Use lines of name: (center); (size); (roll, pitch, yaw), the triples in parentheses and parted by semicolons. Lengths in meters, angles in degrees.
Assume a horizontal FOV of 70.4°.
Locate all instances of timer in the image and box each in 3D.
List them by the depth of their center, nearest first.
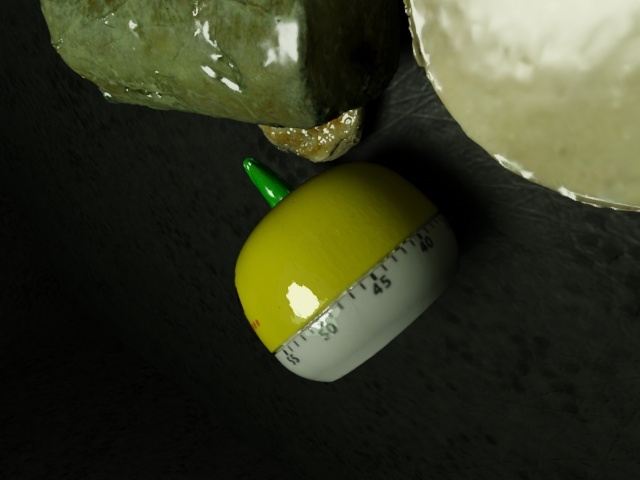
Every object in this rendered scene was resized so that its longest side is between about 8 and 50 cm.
timer: (0.000, 0.000, 0.556); (0.285, 0.285, 0.285); (28, 140, 26)

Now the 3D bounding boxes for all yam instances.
yam: (-0.083, -0.210, 0.419); (0.300, 0.195, 0.195); (15, 134, 24)

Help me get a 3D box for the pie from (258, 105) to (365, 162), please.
pie: (-0.015, -0.189, 0.541); (0.163, 0.079, 0.193); (2, 116, 39)

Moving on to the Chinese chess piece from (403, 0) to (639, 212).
Chinese chess piece: (0.212, -0.177, 0.265); (0.338, 0.140, 0.338); (28, 142, 25)
